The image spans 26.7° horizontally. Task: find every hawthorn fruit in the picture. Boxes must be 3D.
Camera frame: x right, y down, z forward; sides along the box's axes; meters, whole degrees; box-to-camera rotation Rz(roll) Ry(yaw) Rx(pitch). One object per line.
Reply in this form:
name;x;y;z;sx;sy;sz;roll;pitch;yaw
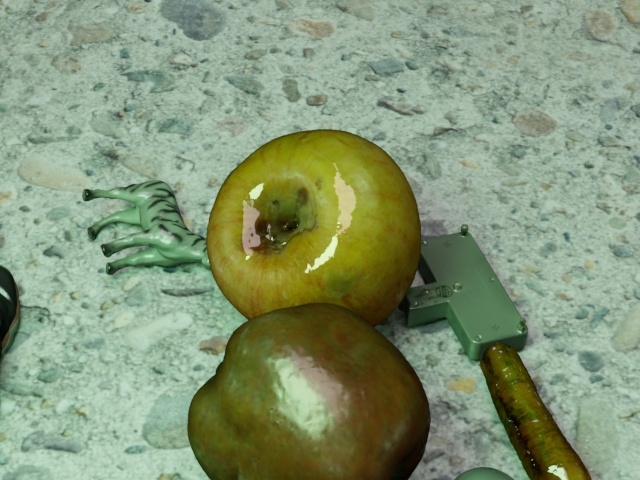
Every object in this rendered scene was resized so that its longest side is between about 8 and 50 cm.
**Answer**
hawthorn fruit;0.007;0.222;1.582;0.301;0.267;0.268;34;53;30

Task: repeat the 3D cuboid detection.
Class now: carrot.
carrot;0.270;0.235;1.711;0.070;0.070;0.260;-11;44;-11

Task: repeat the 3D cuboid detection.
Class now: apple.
apple;0.000;0.000;1.819;0.299;0.275;0.299;-8;66;19

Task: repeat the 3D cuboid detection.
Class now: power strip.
power strip;0.183;0.077;1.882;0.145;0.061;0.215;-13;44;-14

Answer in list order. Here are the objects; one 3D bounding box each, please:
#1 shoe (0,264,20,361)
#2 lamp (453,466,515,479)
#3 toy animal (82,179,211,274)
shoe;-0.472;0.123;1.783;0.114;0.137;0.291;-2;41;-2
lamp;0.196;0.321;1.594;0.105;0.105;0.105;0;43;0
toy animal;-0.244;-0.002;1.957;0.170;0.090;0.255;-27;52;-31
